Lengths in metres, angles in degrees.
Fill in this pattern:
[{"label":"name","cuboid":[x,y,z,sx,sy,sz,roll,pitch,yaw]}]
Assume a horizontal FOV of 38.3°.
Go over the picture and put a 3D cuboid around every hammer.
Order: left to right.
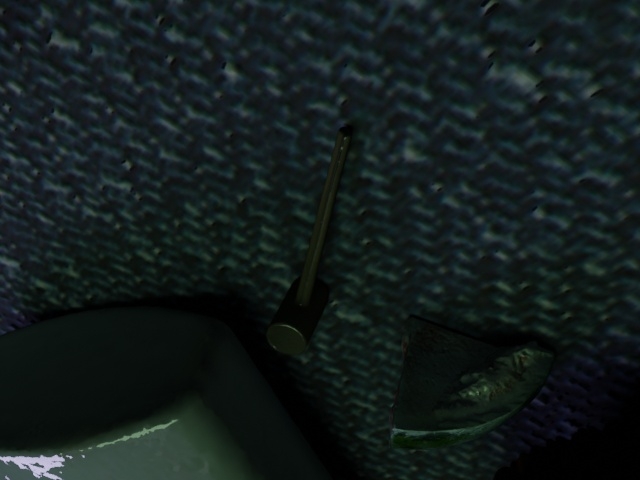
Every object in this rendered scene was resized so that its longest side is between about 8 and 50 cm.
[{"label":"hammer","cuboid":[0.000,0.000,0.387,0.019,0.035,0.110,21,129,6]}]

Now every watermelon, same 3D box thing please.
[{"label":"watermelon","cuboid":[0.060,0.058,0.413,0.085,0.085,0.061,-34,83,43]}]

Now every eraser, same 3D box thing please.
[{"label":"eraser","cuboid":[-0.068,0.170,0.534,0.189,0.104,0.290,-5,130,34]}]

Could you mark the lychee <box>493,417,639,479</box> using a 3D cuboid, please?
[{"label":"lychee","cuboid":[0.135,0.160,0.379,0.188,0.188,0.188,13,137,13]}]
